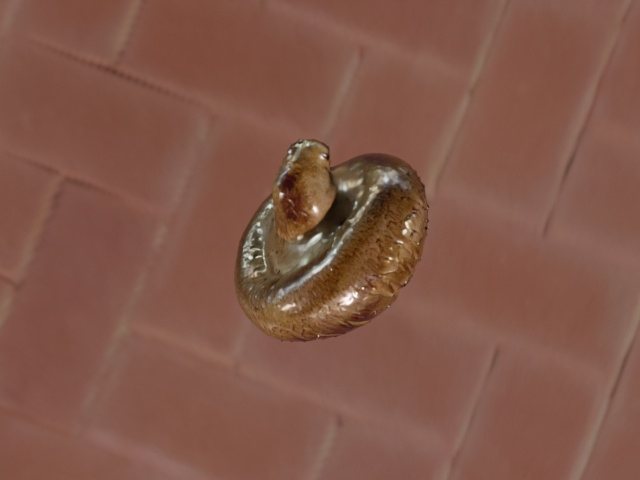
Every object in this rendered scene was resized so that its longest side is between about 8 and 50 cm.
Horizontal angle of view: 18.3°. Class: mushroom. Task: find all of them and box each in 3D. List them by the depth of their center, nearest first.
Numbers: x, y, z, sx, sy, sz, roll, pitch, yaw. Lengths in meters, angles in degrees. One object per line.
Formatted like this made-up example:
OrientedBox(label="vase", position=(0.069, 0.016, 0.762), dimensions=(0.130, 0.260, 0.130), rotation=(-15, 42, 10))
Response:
OrientedBox(label="mushroom", position=(0.006, 0.002, 1.103), dimensions=(0.126, 0.085, 0.109), rotation=(-10, 80, 45))
